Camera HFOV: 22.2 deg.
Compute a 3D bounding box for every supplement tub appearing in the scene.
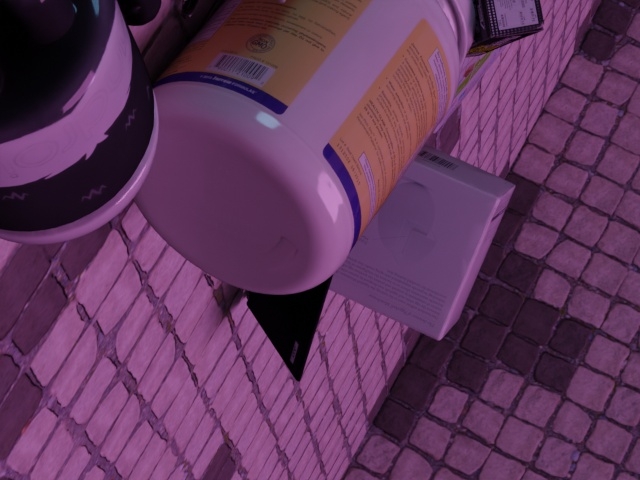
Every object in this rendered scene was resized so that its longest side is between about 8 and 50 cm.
[{"bbox_3d":[-0.012,-0.138,1.560,0.331,0.241,0.241,-54,163,-35],"label":"supplement tub"}]

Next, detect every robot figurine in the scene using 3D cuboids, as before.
[{"bbox_3d":[-0.204,-0.105,1.066,0.278,0.209,0.173,74,7,-69],"label":"robot figurine"}]

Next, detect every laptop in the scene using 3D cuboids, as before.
[{"bbox_3d":[0.000,0.000,2.072,0.264,0.137,0.234,-44,156,-53],"label":"laptop"}]

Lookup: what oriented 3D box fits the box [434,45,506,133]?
[{"bbox_3d":[0.181,-0.315,2.202,0.262,0.127,0.231,-50,160,-45],"label":"box"}]

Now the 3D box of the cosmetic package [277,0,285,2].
[{"bbox_3d":[-0.006,-0.380,1.416,0.309,0.113,0.160,-59,165,-22],"label":"cosmetic package"}]

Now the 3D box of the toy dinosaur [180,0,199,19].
[{"bbox_3d":[-0.100,-0.290,1.185,0.322,0.164,0.218,56,42,-50],"label":"toy dinosaur"}]

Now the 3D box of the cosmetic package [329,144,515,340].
[{"bbox_3d":[0.124,-0.015,2.313,0.224,0.224,0.138,-68,168,16],"label":"cosmetic package"}]

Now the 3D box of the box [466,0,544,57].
[{"bbox_3d":[0.149,-0.332,1.695,0.216,0.060,0.270,176,-96,-79],"label":"box"}]
